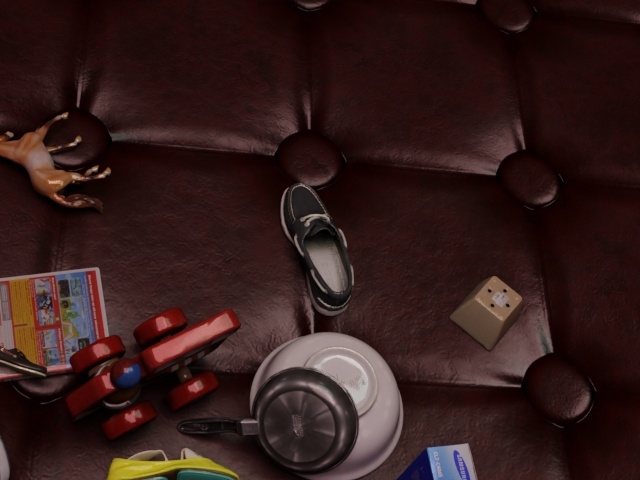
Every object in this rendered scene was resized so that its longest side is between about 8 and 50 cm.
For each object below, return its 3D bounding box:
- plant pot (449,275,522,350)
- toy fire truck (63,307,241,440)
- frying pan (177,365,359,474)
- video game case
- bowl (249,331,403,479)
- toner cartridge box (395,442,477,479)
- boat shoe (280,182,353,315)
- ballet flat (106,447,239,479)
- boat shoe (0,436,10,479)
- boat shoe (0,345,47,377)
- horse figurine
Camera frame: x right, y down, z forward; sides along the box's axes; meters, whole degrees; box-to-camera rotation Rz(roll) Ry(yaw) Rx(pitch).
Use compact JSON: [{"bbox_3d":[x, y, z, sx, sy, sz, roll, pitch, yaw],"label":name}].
[{"bbox_3d":[0.343,0.136,2.085,0.109,0.096,0.109,40,61,12],"label":"plant pot"},{"bbox_3d":[-0.297,0.217,1.795,0.302,0.254,0.169,-24,80,-23],"label":"toy fire truck"},{"bbox_3d":[-0.091,0.301,1.825,0.326,0.053,0.197,16,101,11],"label":"frying pan"},{"bbox_3d":[-0.543,0.159,1.924,0.285,0.025,0.204,-7,62,-15],"label":"video game case"},{"bbox_3d":[0.023,0.285,1.912,0.298,0.134,0.298,5,61,-9],"label":"bowl"},{"bbox_3d":[0.174,0.470,1.714,0.075,0.348,0.165,-3,62,-15],"label":"toner cartridge box"},{"bbox_3d":[0.000,0.000,2.090,0.114,0.091,0.302,-14,65,-19],"label":"boat shoe"},{"bbox_3d":[-0.260,0.403,1.823,0.231,0.077,0.077,-1,45,-11],"label":"ballet flat"},{"bbox_3d":[-0.614,0.287,1.781,0.302,0.109,0.094,59,23,1],"label":"boat shoe"},{"bbox_3d":[-0.548,0.211,1.849,0.133,0.049,0.042,18,67,4],"label":"boat shoe"},{"bbox_3d":[-0.537,-0.152,2.078,0.174,0.066,0.263,-26,67,-30],"label":"horse figurine"}]
